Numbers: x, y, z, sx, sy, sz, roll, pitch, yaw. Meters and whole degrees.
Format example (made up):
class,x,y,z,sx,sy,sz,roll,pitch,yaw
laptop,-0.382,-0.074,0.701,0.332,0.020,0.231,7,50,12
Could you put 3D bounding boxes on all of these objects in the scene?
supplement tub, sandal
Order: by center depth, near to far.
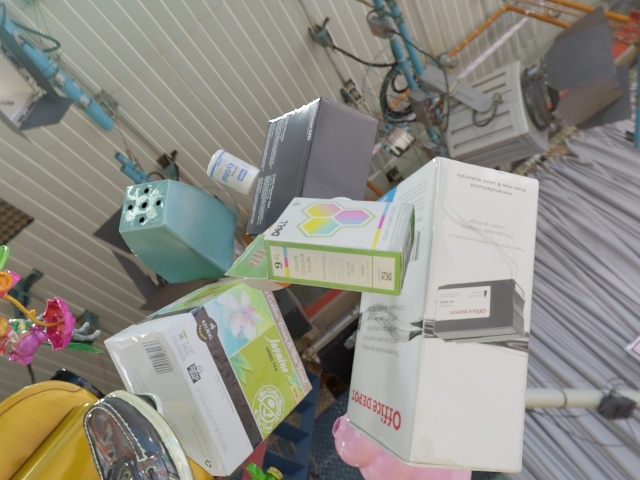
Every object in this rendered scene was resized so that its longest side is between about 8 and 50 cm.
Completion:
class,x,y,z,sx,sy,sz,roll,pitch,yaw
sandal,-0.040,-0.001,0.891,0.265,0.076,0.102,-33,-61,20
supplement tub,-0.203,-0.159,1.152,0.107,0.071,0.071,27,-69,-2

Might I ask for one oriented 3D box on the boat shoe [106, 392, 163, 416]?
class,x,y,z,sx,sy,sz,roll,pitch,yaw
boat shoe,-0.411,0.349,0.897,0.340,0.127,0.113,-23,-32,39

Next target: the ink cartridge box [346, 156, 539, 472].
class,x,y,z,sx,sy,sz,roll,pitch,yaw
ink cartridge box,0.173,0.112,0.767,0.166,0.285,0.395,10,-101,-11

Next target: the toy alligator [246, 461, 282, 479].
class,x,y,z,sx,sy,sz,roll,pitch,yaw
toy alligator,-0.066,0.455,0.855,0.056,0.190,0.051,-48,7,-39

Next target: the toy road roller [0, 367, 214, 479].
class,x,y,z,sx,sy,sz,roll,pitch,yaw
toy road roller,-0.279,0.319,0.619,0.329,0.240,0.202,45,-126,-13

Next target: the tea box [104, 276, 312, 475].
class,x,y,z,sx,sy,sz,roll,pitch,yaw
tea box,-0.238,0.288,1.127,0.323,0.219,0.329,-33,-76,-53

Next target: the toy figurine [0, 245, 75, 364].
class,x,y,z,sx,sy,sz,roll,pitch,yaw
toy figurine,-0.447,0.123,0.721,0.159,0.130,0.173,46,-117,-36

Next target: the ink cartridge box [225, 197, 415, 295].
class,x,y,z,sx,sy,sz,roll,pitch,yaw
ink cartridge box,0.000,0.000,0.584,0.109,0.209,0.062,-61,-29,-56

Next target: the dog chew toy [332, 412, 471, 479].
class,x,y,z,sx,sy,sz,roll,pitch,yaw
dog chew toy,0.181,0.498,1.153,0.331,0.207,0.207,28,-72,-10

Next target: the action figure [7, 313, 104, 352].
class,x,y,z,sx,sy,sz,roll,pitch,yaw
action figure,-0.604,0.201,1.092,0.232,0.137,0.064,29,-98,-62

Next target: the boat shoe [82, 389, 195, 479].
class,x,y,z,sx,sy,sz,roll,pitch,yaw
boat shoe,-0.149,0.227,0.418,0.080,0.223,0.073,-50,-24,20

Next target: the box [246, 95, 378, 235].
class,x,y,z,sx,sy,sz,roll,pitch,yaw
box,-0.032,-0.161,1.316,0.178,0.312,0.344,14,-95,-29

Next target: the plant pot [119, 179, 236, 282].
class,x,y,z,sx,sy,sz,roll,pitch,yaw
plant pot,-0.316,-0.027,1.081,0.165,0.166,0.234,-7,-25,17
